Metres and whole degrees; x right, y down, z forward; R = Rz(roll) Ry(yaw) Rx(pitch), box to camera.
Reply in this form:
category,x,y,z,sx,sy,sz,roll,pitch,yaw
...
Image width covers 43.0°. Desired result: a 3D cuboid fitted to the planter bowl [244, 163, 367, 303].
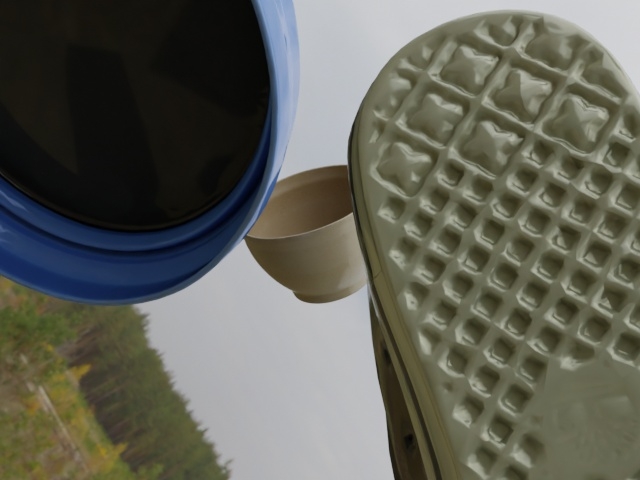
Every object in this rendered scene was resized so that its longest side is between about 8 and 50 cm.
category,x,y,z,sx,sy,sz,roll,pitch,yaw
planter bowl,0.000,0.000,0.899,0.162,0.162,0.109,35,-32,57

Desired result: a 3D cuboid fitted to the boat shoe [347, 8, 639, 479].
category,x,y,z,sx,sy,sz,roll,pitch,yaw
boat shoe,0.120,0.148,0.350,0.156,0.187,0.500,54,23,-72

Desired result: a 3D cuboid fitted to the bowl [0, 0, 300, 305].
category,x,y,z,sx,sy,sz,roll,pitch,yaw
bowl,-0.193,-0.137,0.569,0.391,0.077,0.391,12,-56,18
